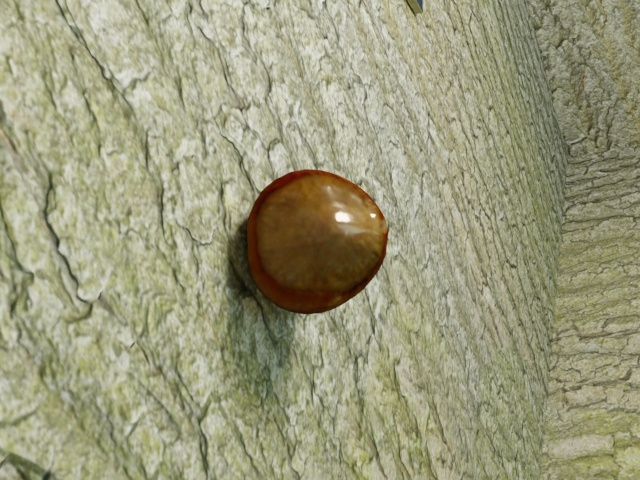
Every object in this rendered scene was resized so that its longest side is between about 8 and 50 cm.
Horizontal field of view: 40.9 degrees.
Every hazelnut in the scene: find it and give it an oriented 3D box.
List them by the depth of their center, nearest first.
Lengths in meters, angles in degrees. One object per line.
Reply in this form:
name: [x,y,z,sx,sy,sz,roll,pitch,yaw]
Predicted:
hazelnut: [0.000,0.000,1.032,0.182,0.182,0.182,36,49,-56]

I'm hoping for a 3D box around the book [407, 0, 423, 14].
book: [0.175,-0.646,1.832,0.191,0.025,0.269,39,46,-57]
